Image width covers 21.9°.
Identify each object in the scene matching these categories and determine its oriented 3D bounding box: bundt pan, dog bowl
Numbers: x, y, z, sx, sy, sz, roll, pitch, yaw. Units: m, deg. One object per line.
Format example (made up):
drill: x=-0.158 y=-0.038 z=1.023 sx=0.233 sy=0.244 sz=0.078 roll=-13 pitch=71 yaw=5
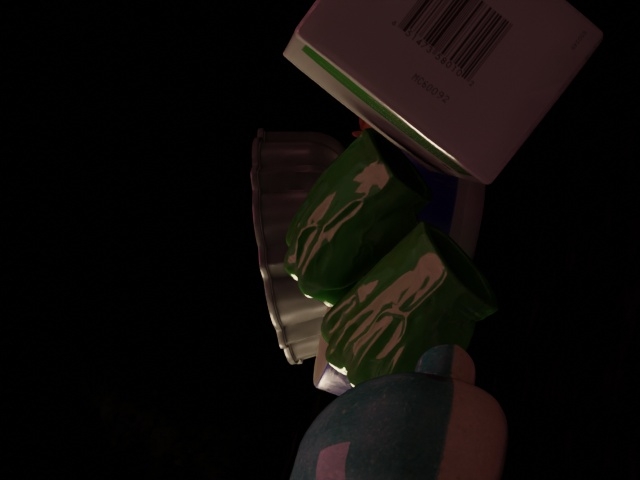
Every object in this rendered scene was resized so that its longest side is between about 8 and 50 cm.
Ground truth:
bundt pan: x=0.000 y=0.000 z=2.261 sx=0.331 sy=0.124 sz=0.330 roll=-9 pitch=-90 yaw=-82
dog bowl: x=0.077 y=0.037 z=1.666 sx=0.265 sy=0.104 sz=0.264 roll=-165 pitch=90 yaw=-87

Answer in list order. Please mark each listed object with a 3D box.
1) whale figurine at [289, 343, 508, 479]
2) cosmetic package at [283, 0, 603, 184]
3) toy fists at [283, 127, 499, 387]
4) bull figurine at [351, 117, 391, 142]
whale figurine: x=0.047 y=0.174 z=1.212 sx=0.272 sy=0.141 sz=0.216 roll=-120 pitch=46 yaw=-87
cosmetic package: x=0.089 y=-0.167 z=1.402 sx=0.155 sy=0.197 sz=0.365 roll=-52 pitch=3 yaw=0
toy fists: x=0.053 y=0.029 z=1.435 sx=0.142 sy=0.096 sz=0.279 roll=-45 pitch=40 yaw=16
bull figurine: x=0.110 y=-0.189 z=2.237 sx=0.188 sy=0.101 sz=0.310 roll=-85 pitch=8 yaw=-51
